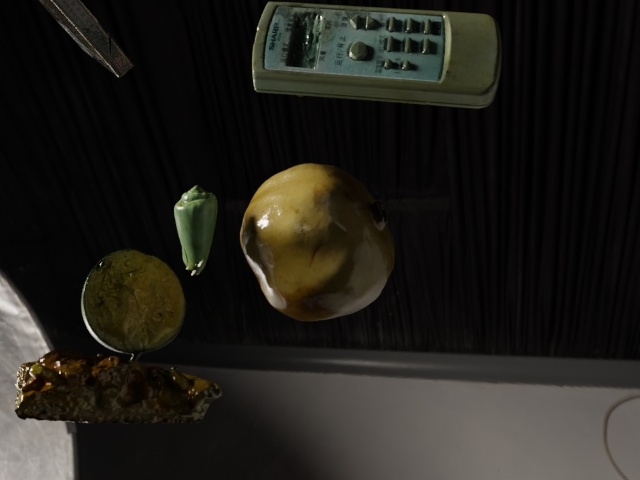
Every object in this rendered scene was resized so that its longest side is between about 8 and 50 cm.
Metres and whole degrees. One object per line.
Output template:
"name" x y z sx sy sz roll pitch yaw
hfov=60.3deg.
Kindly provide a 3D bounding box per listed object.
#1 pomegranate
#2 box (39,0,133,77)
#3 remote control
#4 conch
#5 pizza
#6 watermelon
"pomegranate" 0.000 0.000 1.139 0.332 0.333 0.333 -7 33 4
"box" -0.508 -0.467 1.050 0.180 0.325 0.047 38 81 32
"remote control" 0.053 -0.178 0.526 0.233 0.038 0.098 5 67 6
"conch" -0.242 -0.022 1.057 0.079 0.170 0.106 5 9 -14
"pizza" -0.313 0.216 0.830 0.257 0.087 0.268 13 -14 -28
"watermelon" -0.390 0.140 1.138 0.204 0.232 0.127 -2 -16 -36
